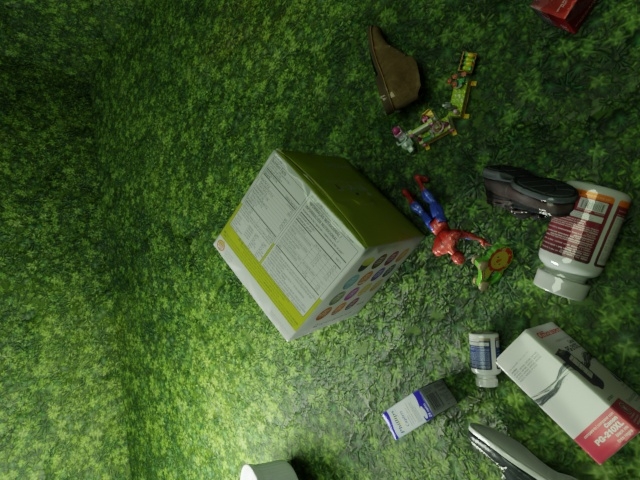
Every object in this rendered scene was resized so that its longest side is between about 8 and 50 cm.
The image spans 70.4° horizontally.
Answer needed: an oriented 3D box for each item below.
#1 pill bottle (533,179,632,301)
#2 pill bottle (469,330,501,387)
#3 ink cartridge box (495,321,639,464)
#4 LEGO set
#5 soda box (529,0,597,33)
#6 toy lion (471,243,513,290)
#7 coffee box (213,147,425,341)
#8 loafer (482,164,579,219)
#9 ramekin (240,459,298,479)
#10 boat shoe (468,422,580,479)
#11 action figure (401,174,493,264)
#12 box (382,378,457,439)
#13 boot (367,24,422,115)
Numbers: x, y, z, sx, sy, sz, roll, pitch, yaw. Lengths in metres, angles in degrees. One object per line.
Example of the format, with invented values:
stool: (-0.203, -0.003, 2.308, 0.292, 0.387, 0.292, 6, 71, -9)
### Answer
pill bottle: (0.515, 0.000, 0.907, 0.121, 0.121, 0.221, 26, 105, 40)
pill bottle: (0.383, 0.274, 1.053, 0.067, 0.067, 0.120, -6, 83, 42)
ink cartridge box: (0.490, 0.280, 0.883, 0.237, 0.171, 0.100, 48, 118, 34)
LEGO set: (0.295, -0.337, 1.136, 0.287, 0.107, 0.132, -50, 57, 29)
soda box: (0.557, -0.576, 0.923, 0.092, 0.083, 0.263, 47, 118, 35)
toy lion: (0.399, 0.057, 1.045, 0.034, 0.096, 0.100, -121, 13, -55)
coffee box: (0.000, 0.000, 1.200, 0.338, 0.337, 0.334, 49, 119, 21)
loafer: (0.424, -0.087, 0.940, 0.302, 0.108, 0.095, -101, 10, -70)
ramekin: (-0.148, 0.833, 1.418, 0.277, 0.135, 0.278, 16, 108, 62)
boat shoe: (0.440, 0.506, 0.958, 0.302, 0.114, 0.091, 28, 101, 41)
action figure: (0.314, -0.038, 1.130, 0.091, 0.139, 0.281, -52, 34, 31)
box: (0.246, 0.419, 1.131, 0.137, 0.126, 0.072, -47, 60, 30)
boot: (0.200, -0.483, 1.244, 0.115, 0.112, 0.306, -19, 62, 16)
